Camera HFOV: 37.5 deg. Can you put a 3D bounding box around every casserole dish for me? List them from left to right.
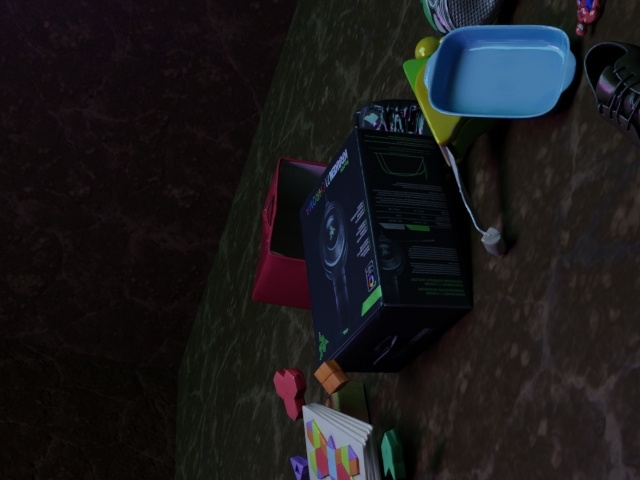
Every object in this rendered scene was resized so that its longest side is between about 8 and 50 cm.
[{"bbox_3d":[0.213,-0.194,1.109,0.188,0.037,0.114,8,80,33],"label":"casserole dish"}]

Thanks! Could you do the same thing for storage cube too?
[{"bbox_3d":[0.000,0.000,1.570,0.193,0.215,0.184,116,161,-61],"label":"storage cube"}]

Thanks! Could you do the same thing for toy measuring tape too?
[{"bbox_3d":[0.201,-0.141,1.187,0.121,0.121,0.330,-60,40,48],"label":"toy measuring tape"}]

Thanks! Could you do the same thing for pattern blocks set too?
[{"bbox_3d":[0.027,0.304,1.290,0.325,0.026,0.285,-14,89,63],"label":"pattern blocks set"}]

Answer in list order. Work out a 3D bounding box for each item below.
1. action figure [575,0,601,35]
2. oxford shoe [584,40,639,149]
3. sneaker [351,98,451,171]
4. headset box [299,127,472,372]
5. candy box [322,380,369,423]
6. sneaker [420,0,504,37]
[{"bbox_3d":[0.300,-0.283,1.048,0.038,0.030,0.115,172,109,-69],"label":"action figure"},{"bbox_3d":[0.285,-0.107,0.816,0.227,0.096,0.083,-104,33,-57],"label":"oxford shoe"},{"bbox_3d":[0.123,-0.162,1.404,0.283,0.124,0.107,180,102,-75],"label":"sneaker"},{"bbox_3d":[0.080,0.031,1.310,0.246,0.131,0.283,127,141,-56],"label":"headset box"},{"bbox_3d":[0.036,0.317,1.452,0.187,0.053,0.109,-96,24,-54],"label":"candy box"},{"bbox_3d":[0.229,-0.421,1.223,0.146,0.134,0.343,-120,45,-68],"label":"sneaker"}]
